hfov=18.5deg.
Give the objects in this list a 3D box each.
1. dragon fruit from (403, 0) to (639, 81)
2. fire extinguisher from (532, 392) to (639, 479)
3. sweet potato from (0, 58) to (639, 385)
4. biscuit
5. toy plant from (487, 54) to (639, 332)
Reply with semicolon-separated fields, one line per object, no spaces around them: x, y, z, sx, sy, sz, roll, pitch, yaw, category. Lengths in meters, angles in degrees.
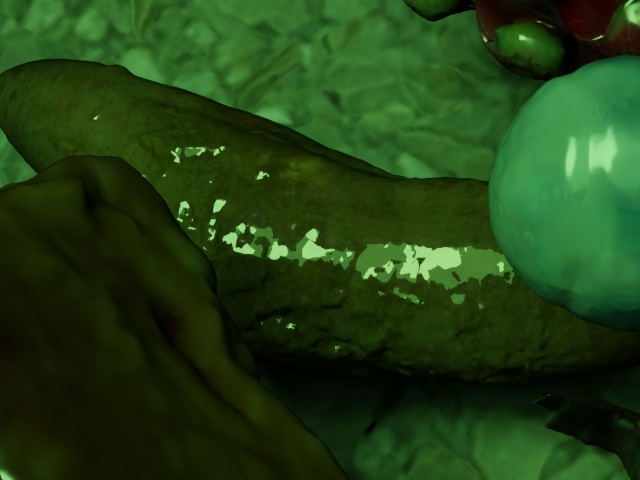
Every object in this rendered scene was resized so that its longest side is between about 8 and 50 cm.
0.138;-0.179;0.753;0.218;0.198;0.273;30;79;-5;dragon fruit
0.175;0.140;0.679;0.075;0.106;0.252;-44;66;16;fire extinguisher
0.001;0.003;0.781;0.341;0.092;0.114;14;49;17;sweet potato
-0.088;0.215;0.612;0.395;0.166;0.342;51;117;24;biscuit
0.218;-0.009;0.619;0.332;0.247;0.247;-1;70;-1;toy plant
